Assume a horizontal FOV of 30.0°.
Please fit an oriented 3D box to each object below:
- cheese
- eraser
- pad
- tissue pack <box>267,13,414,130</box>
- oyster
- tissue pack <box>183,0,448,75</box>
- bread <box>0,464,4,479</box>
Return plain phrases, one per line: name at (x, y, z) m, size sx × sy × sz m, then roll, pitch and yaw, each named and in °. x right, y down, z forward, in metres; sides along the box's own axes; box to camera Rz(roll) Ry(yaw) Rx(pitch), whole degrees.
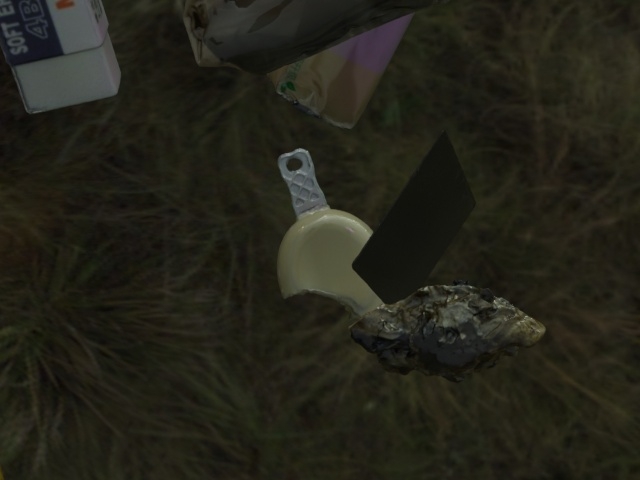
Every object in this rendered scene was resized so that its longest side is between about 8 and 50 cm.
cheese at (0.019, -0.008, 1.720) m, size 0.163 × 0.071 × 0.249 m, roll 0°, pitch 88°, yaw -3°
eraser at (-0.341, -0.306, 1.445) m, size 0.130 × 0.086 × 0.287 m, roll -13°, pitch 119°, yaw 0°
pad at (0.089, -0.008, 1.080) m, size 0.003 × 0.211 × 0.143 m, roll 32°, pitch 84°, yaw 21°
tissue pack at (0.036, -0.259, 1.197) m, size 0.123 × 0.215 × 0.257 m, roll 22°, pitch 105°, yaw -13°
oyster at (0.105, 0.081, 0.962) m, size 0.148 × 0.051 × 0.103 m, roll -19°, pitch 131°, yaw 12°
tissue pack at (0.034, -0.338, 0.810) m, size 0.390 × 0.195 × 0.375 m, roll -18°, pitch 103°, yaw 12°
bread at (-0.154, 0.176, 0.393) m, size 0.138 × 0.077 × 0.361 m, roll -24°, pitch 68°, yaw 0°
